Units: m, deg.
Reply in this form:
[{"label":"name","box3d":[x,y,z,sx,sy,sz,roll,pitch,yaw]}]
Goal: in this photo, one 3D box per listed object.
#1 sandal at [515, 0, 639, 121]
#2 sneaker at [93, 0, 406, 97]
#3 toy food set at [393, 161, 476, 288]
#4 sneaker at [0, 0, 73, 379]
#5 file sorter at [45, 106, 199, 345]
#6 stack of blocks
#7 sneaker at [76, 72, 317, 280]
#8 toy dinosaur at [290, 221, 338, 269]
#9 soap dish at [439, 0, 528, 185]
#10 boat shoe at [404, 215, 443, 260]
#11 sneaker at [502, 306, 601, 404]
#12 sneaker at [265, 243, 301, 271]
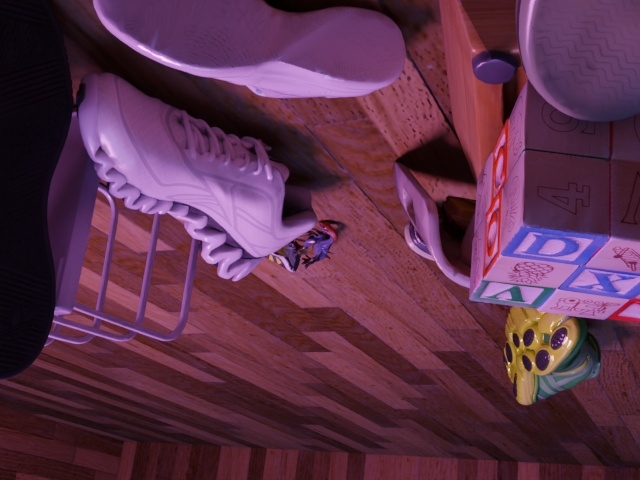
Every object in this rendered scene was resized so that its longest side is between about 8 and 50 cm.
[{"label":"sandal","box3d":[0.172,-0.110,0.267,0.120,0.086,0.303,16,158,-21]},{"label":"sneaker","box3d":[-0.053,-0.134,0.577,0.212,0.080,0.094,12,170,-16]},{"label":"toy food set","box3d":[0.219,-0.016,0.691,0.306,0.092,0.220,10,-167,-4]},{"label":"sneaker","box3d":[-0.294,-0.054,0.637,0.178,0.295,0.124,14,-166,22]},{"label":"file sorter","box3d":[-0.277,0.007,0.833,0.278,0.193,0.173,-7,157,32]},{"label":"stack of blocks","box3d":[0.243,0.003,0.477,0.297,0.087,0.171,7,159,1]},{"label":"sneaker","box3d":[-0.103,-0.066,0.739,0.118,0.110,0.292,-21,149,18]},{"label":"toy dinosaur","box3d":[0.000,0.000,0.963,0.082,0.047,0.090,-28,174,41]},{"label":"soap dish","box3d":[0.218,-0.106,0.495,0.291,0.118,0.229,3,158,14]},{"label":"boat shoe","box3d":[0.162,-0.005,0.861,0.152,0.056,0.049,6,156,-24]},{"label":"sneaker","box3d":[0.328,0.143,1.143,0.123,0.109,0.295,-17,156,-2]},{"label":"sneaker","box3d":[-0.052,0.012,1.000,0.035,0.031,0.083,10,158,31]}]
